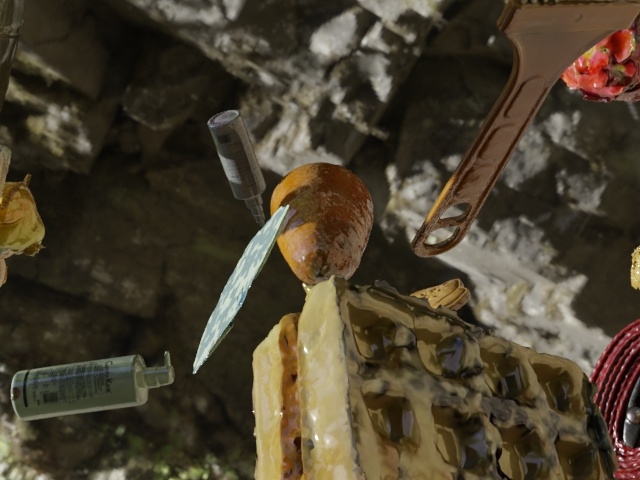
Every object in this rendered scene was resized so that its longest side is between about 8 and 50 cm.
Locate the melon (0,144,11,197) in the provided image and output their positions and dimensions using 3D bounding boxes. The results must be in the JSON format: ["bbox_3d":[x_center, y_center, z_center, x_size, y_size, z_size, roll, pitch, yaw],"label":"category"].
[{"bbox_3d":[-0.585,-0.115,1.571,0.054,0.182,0.098,77,-157,-77],"label":"melon"}]

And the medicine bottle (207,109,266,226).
[{"bbox_3d":[-0.122,-0.108,1.582,0.058,0.057,0.199,-70,-34,-55],"label":"medicine bottle"}]

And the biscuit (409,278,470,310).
[{"bbox_3d":[0.202,0.097,1.711,0.118,0.023,0.140,-34,17,-35],"label":"biscuit"}]

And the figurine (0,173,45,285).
[{"bbox_3d":[-0.551,-0.005,1.696,0.246,0.156,0.131,-55,12,26],"label":"figurine"}]

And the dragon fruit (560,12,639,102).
[{"bbox_3d":[0.466,-0.310,1.485,0.268,0.205,0.210,-26,-33,-21],"label":"dragon fruit"}]

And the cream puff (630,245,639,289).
[{"bbox_3d":[0.542,0.039,1.557,0.119,0.133,0.104,-47,56,46],"label":"cream puff"}]

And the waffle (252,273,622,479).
[{"bbox_3d":[0.092,0.221,0.587,0.114,0.261,0.376,-44,38,39],"label":"waffle"}]

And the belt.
[{"bbox_3d":[0.380,0.184,1.117,0.128,0.124,0.201,24,90,41],"label":"belt"}]

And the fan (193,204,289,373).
[{"bbox_3d":[-0.097,0.053,1.196,0.240,0.009,0.131,-60,17,12],"label":"fan"}]

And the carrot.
[{"bbox_3d":[0.000,0.000,1.425,0.159,0.159,0.225,-59,12,24],"label":"carrot"}]

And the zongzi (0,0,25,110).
[{"bbox_3d":[-0.297,-0.077,0.662,0.447,0.181,0.418,-104,20,-57],"label":"zongzi"}]

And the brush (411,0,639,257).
[{"bbox_3d":[0.118,-0.079,0.604,0.314,0.090,0.017,113,143,-52],"label":"brush"}]

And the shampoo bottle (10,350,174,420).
[{"bbox_3d":[-0.371,0.240,1.640,0.085,0.262,0.085,-9,-90,-86],"label":"shampoo bottle"}]
